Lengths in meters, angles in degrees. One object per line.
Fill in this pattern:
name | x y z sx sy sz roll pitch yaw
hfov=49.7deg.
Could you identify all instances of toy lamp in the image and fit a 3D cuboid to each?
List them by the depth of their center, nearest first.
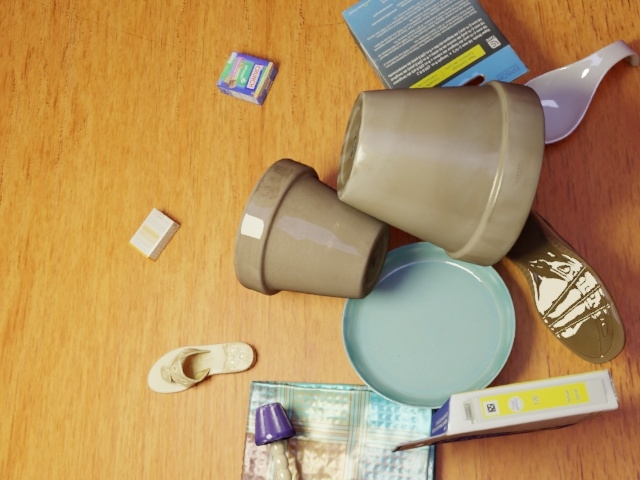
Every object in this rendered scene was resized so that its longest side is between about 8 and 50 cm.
toy lamp | -0.063 0.431 1.238 0.080 0.080 0.275 -17 73 10

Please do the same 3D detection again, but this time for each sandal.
sandal | -0.252 0.244 1.374 0.239 0.079 0.088 -14 71 11

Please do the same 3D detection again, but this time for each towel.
towel | 0.030 0.401 1.276 0.370 0.040 0.272 1 74 15

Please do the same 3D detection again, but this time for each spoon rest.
spoon rest | 0.488 -0.293 1.328 0.276 0.084 0.137 -37 69 2

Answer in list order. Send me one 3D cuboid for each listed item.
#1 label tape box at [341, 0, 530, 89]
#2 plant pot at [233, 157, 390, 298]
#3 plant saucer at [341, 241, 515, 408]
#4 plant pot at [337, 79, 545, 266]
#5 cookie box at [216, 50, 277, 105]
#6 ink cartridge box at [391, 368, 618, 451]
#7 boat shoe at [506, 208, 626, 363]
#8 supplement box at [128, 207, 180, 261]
label tape box | 0.230 -0.385 1.410 0.240 0.106 0.334 -31 71 5
plant pot | 0.000 0.000 1.280 0.229 0.263 0.263 18 80 18
plant saucer | 0.198 0.155 1.280 0.317 0.044 0.318 -7 64 15
plant pot | 0.184 -0.134 1.189 0.280 0.323 0.323 10 76 -8
cookie box | -0.164 -0.363 1.543 0.107 0.040 0.092 20 80 18
ink cartridge box | 0.262 0.275 1.083 0.307 0.304 0.072 -7 71 1
boat shoe | 0.423 0.062 1.222 0.123 0.123 0.342 -48 57 24
supplement box | -0.360 -0.012 1.498 0.062 0.036 0.098 34 86 21
